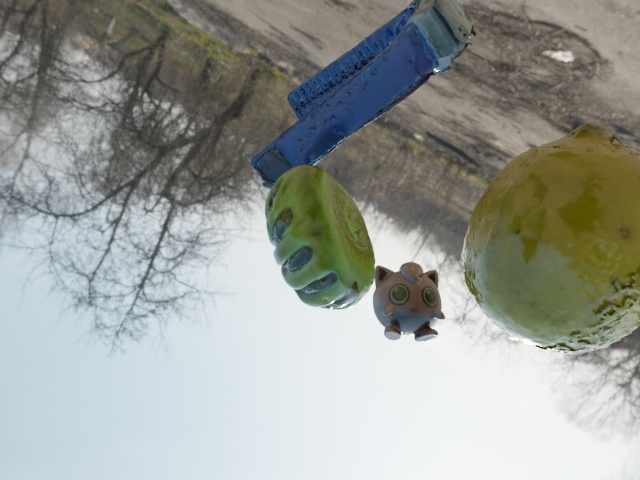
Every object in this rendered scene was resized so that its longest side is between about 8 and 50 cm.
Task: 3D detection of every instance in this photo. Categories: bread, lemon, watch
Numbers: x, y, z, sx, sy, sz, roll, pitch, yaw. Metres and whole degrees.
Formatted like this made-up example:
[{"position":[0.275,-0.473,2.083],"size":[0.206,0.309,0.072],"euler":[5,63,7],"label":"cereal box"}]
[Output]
[{"position":[0.000,0.000,0.447],"size":[0.129,0.071,0.139],"euler":[69,-161,5],"label":"bread"},{"position":[0.324,0.001,0.662],"size":[0.258,0.309,0.258],"euler":[14,-170,-3],"label":"lemon"},{"position":[0.050,-0.202,0.619],"size":[0.068,0.275,0.276],"euler":[45,-154,-20],"label":"watch"}]

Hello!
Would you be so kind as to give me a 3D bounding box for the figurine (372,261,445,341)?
[{"position":[0.154,0.107,0.878],"size":[0.125,0.137,0.125],"euler":[4,153,2],"label":"figurine"}]
